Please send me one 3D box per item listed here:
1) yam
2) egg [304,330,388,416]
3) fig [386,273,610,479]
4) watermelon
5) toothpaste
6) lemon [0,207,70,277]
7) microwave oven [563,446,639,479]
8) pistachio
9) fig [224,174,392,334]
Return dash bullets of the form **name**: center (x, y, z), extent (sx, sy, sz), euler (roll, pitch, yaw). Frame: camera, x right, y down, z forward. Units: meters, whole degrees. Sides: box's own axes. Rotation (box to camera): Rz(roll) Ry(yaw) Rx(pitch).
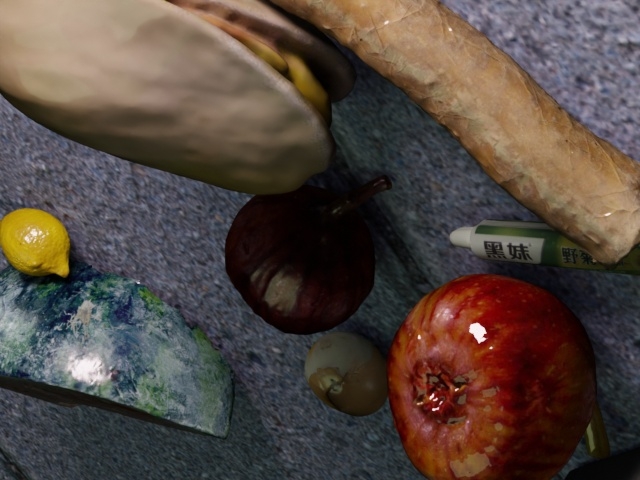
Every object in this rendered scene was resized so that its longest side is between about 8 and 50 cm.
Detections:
- **yam**: center (0.088, -0.110, 1.279), extent (0.356, 0.081, 0.081), euler (37, 150, 2)
- **egg**: center (0.028, 0.122, 1.675), extent (0.071, 0.071, 0.083), euler (4, 148, 45)
- **fig**: center (0.154, 0.108, 1.467), extent (0.175, 0.207, 0.175), euler (10, 105, 43)
- **watermelon**: center (-0.223, 0.112, 1.910), extent (0.318, 0.148, 0.226), euler (14, 163, 13)
- **toothpaste**: center (0.182, 0.003, 1.382), extent (0.204, 0.031, 0.049), euler (5, 137, 40)
- **lemon**: center (-0.282, 0.004, 1.848), extent (0.092, 0.065, 0.065), euler (39, 152, 17)
- **microwave oven**: center (0.384, 0.376, 1.477), extent (0.432, 0.236, 0.374), euler (42, 149, -8)
- **pistachio**: center (-0.111, -0.139, 1.326), extent (0.288, 0.166, 0.197), euler (15, 159, -13)
- **fig**: center (-0.003, 0.015, 1.512), extent (0.150, 0.128, 0.128), euler (-2, 132, 41)
